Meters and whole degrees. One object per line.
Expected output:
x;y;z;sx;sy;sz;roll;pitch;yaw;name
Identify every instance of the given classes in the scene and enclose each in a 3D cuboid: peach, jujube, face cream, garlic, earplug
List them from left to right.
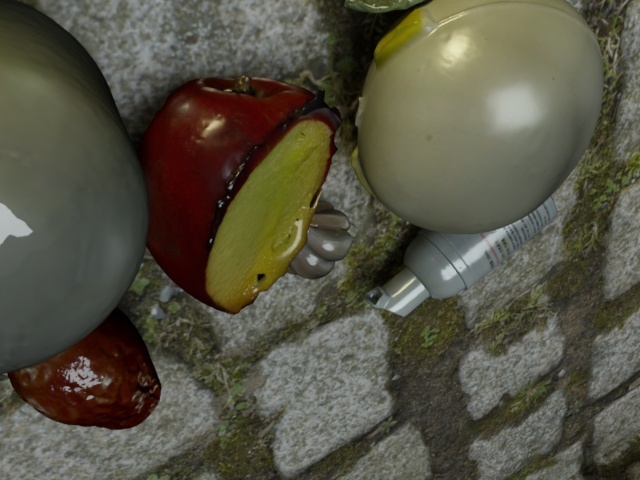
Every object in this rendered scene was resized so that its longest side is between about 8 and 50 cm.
-0.338;-0.050;0.590;0.313;0.394;0.312;-14;126;-20;earplug
-0.336;0.190;0.877;0.190;0.190;0.255;-30;138;-9;jujube
-0.134;-0.068;0.820;0.258;0.201;0.361;-33;149;-43;peach
0.000;0.000;0.993;0.131;0.127;0.194;-26;166;26;garlic
0.247;0.019;1.108;0.370;0.145;0.145;-39;129;0;face cream

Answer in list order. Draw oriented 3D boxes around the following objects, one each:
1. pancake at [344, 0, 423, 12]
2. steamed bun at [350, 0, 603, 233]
0.067;-0.401;0.741;0.253;0.037;0.253;1;82;-10;pancake
0.213;-0.177;0.848;0.334;0.334;0.374;-14;144;-21;steamed bun
